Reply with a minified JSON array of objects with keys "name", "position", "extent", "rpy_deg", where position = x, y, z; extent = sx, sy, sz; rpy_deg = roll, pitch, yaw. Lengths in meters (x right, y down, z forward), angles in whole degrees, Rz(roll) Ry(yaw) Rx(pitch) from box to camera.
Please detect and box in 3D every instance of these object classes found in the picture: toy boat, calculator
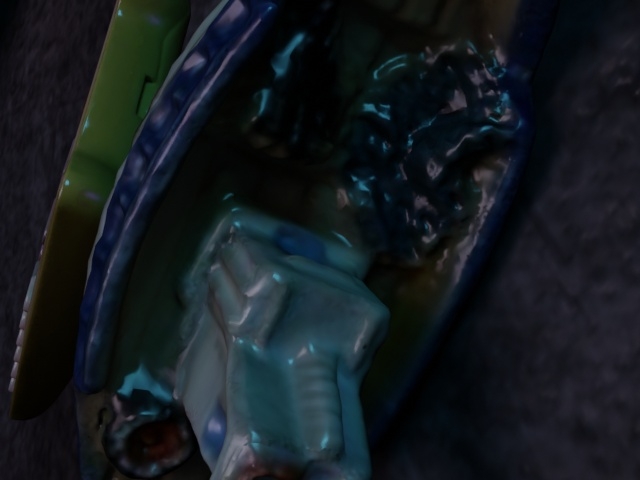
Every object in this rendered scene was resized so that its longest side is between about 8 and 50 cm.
[{"name":"toy boat","position":[0.000,0.000,0.345],"extent":[0.262,0.114,0.115],"rpy_deg":[-67,25,7]},{"name":"calculator","position":[-0.099,-0.010,0.499],"extent":[0.236,0.033,0.157],"rpy_deg":[128,155,-58]}]
